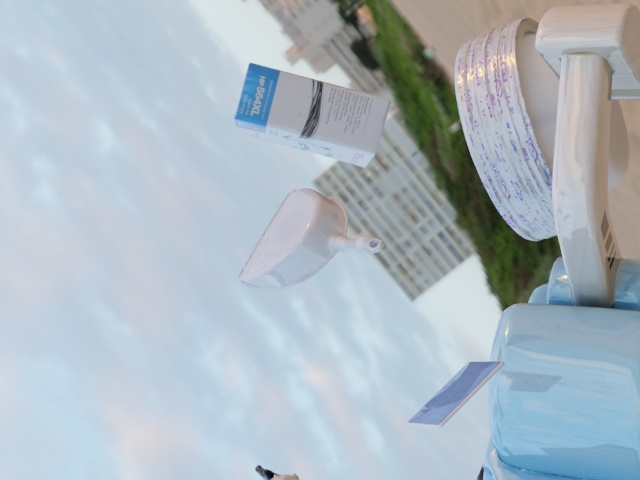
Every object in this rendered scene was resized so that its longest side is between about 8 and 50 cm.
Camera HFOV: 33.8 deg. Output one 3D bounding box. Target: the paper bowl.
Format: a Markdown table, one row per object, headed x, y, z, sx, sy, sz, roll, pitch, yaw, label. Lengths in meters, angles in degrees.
| x | y | z | sx | sy | sz | roll | pitch | yaw | label |
| --- | --- | --- | --- | --- | --- | --- | --- | --- | --- |
| 0.300 | -0.151 | 1.367 | 0.284 | 0.148 | 0.284 | 35 | -134 | -47 | paper bowl |

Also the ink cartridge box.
| x | y | z | sx | sy | sz | roll | pitch | yaw | label |
| --- | --- | --- | --- | --- | --- | --- | --- | --- | --- |
| -0.014 | -0.175 | 1.497 | 0.203 | 0.086 | 0.148 | 15 | 177 | -2 | ink cartridge box |

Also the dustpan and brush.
| x | y | z | sx | sy | sz | roll | pitch | yaw | label |
| --- | --- | --- | --- | --- | --- | --- | --- | --- | --- |
| 0.000 | 0.000 | 1.246 | 0.060 | 0.147 | 0.211 | 38 | 159 | -21 | dustpan and brush |

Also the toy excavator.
| x | y | z | sx | sy | sz | roll | pitch | yaw | label |
| --- | --- | --- | --- | --- | --- | --- | --- | --- | --- |
| 0.265 | 0.063 | 1.007 | 0.433 | 0.222 | 0.445 | -67 | -33 | -32 | toy excavator |

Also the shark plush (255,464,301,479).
| x | y | z | sx | sy | sz | roll | pitch | yaw | label |
| --- | --- | --- | --- | --- | --- | --- | --- | --- | --- |
| -0.054 | 0.403 | 1.632 | 0.161 | 0.067 | 0.073 | 24 | -143 | 30 | shark plush |

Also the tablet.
| x | y | z | sx | sy | sz | roll | pitch | yaw | label |
| --- | --- | --- | --- | --- | --- | --- | --- | --- | --- |
| 0.112 | 0.128 | 0.874 | 0.006 | 0.083 | 0.054 | 54 | 155 | -10 | tablet |
